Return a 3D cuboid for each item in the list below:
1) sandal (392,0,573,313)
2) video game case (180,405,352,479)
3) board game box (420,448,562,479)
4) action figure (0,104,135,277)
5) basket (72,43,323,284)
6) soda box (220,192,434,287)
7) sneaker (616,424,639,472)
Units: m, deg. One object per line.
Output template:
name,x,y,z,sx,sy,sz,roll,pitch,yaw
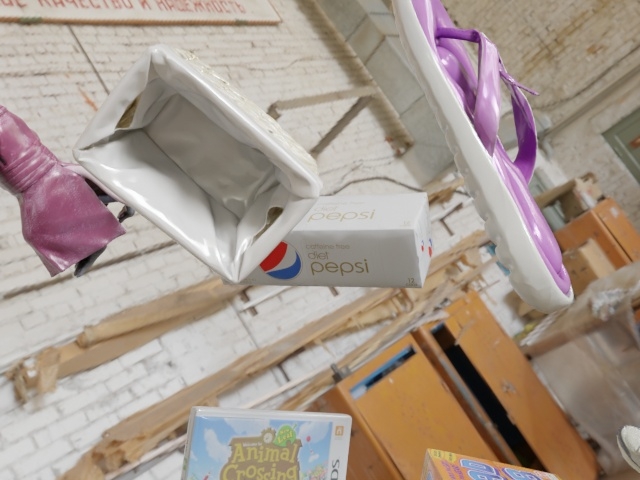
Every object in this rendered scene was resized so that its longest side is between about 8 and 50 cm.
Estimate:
sandal,0.202,-0.127,0.691,0.102,0.416,0.169,-26,-11,25
video game case,-0.063,0.297,0.720,0.212,0.193,0.023,12,-11,-31
board game box,0.418,0.750,1.457,0.356,0.356,0.356,11,-2,0
action figure,-0.483,-0.112,1.027,0.276,0.370,0.248,-27,34,21
basket,-0.092,-0.067,0.511,0.113,0.167,0.103,-47,11,15
soda box,0.000,0.000,0.626,0.216,0.069,0.074,-1,31,21
sneaker,0.430,0.279,0.767,0.052,0.135,0.058,-32,-40,-11
